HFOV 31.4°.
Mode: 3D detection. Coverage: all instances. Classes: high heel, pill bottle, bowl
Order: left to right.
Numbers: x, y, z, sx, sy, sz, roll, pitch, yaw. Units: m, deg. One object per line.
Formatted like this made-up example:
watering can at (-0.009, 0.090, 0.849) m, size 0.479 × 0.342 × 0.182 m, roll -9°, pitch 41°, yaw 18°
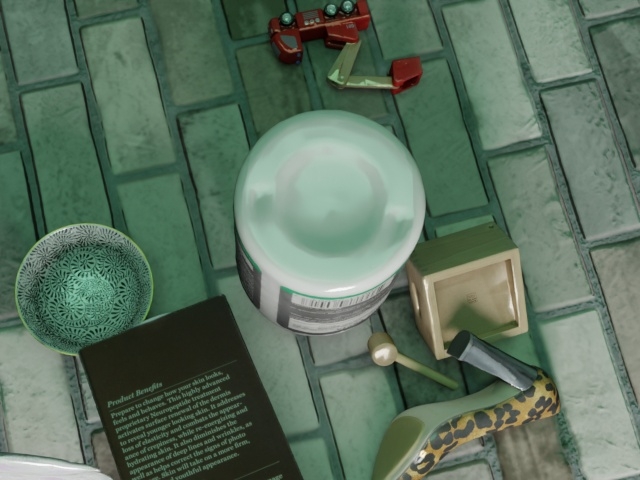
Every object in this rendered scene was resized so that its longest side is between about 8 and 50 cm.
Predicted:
bowl at (-0.295, 0.069, 1.447) m, size 0.170 × 0.080 × 0.170 m, roll 1°, pitch 75°, yaw -4°
pill bottle at (0.000, 0.000, 1.339) m, size 0.204 × 0.361 × 0.204 m, roll 1°, pitch 76°, yaw -4°
high heel at (0.187, 0.259, 1.442) m, size 0.186 × 0.093 × 0.261 m, roll 30°, pitch 96°, yaw -25°

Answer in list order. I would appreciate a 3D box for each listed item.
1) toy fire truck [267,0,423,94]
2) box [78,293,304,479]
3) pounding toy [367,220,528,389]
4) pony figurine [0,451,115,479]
toy fire truck at (0.033, -0.259, 1.570) m, size 0.192 × 0.047 × 0.135 m, roll -13°, pitch 78°, yaw -6°
box at (-0.128, 0.268, 1.310) m, size 0.191 × 0.143 × 0.381 m, roll -21°, pitch 56°, yaw -8°
pounding toy at (0.151, 0.095, 1.460) m, size 0.206 × 0.094 × 0.181 m, roll -17°, pitch 119°, yaw -8°
pony figurine at (-0.448, 0.259, 1.269) m, size 0.303 × 0.351 × 0.363 m, roll -49°, pitch 45°, yaw 24°
